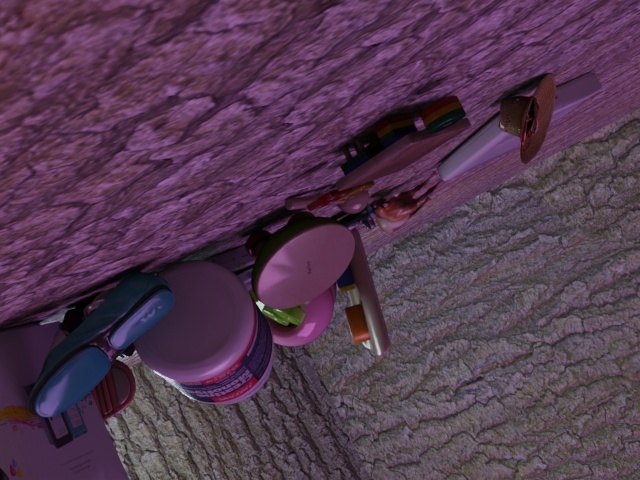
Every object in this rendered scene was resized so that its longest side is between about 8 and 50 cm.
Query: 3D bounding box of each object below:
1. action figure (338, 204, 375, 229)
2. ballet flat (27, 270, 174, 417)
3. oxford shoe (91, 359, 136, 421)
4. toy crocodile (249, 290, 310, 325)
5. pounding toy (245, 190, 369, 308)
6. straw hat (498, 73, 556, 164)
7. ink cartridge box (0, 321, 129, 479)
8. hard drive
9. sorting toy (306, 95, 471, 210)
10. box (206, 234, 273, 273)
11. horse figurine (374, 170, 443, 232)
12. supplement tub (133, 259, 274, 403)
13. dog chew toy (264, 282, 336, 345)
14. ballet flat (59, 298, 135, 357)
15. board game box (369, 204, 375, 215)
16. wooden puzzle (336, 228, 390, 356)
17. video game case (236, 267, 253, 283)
[{"bbox_3d":[0.000,0.000,1.706,0.232,0.063,0.137,-24,179,18],"label":"action figure"},{"bbox_3d":[-0.312,0.135,1.117,0.247,0.087,0.083,-44,141,-18],"label":"ballet flat"},{"bbox_3d":[-0.497,0.256,1.339,0.397,0.140,0.146,-9,-178,-2],"label":"oxford shoe"},{"bbox_3d":[-0.073,0.102,1.660,0.115,0.105,0.340,-62,-170,-13],"label":"toy crocodile"},{"bbox_3d":[-0.040,-0.010,1.298,0.183,0.110,0.237,-8,136,-37],"label":"pounding toy"},{"bbox_3d":[0.300,-0.188,1.220,0.061,0.144,0.144,18,-162,27],"label":"straw hat"},{"bbox_3d":[-0.442,0.280,1.137,0.198,0.270,0.197,-28,173,15],"label":"ink cartridge box"},{"bbox_3d":[0.354,-0.201,1.493,0.203,0.040,0.307,-25,175,-14],"label":"hard drive"},{"bbox_3d":[0.089,-0.117,1.003,0.132,0.046,0.274,-21,173,-45],"label":"sorting toy"},{"bbox_3d":[-0.152,0.042,1.482,0.186,0.038,0.145,-20,172,-41],"label":"box"},{"bbox_3d":[0.175,-0.074,1.730,0.174,0.066,0.263,-36,175,-12],"label":"horse figurine"},{"bbox_3d":[-0.181,0.160,1.326,0.191,0.191,0.272,-26,157,-3],"label":"supplement tub"},{"bbox_3d":[-0.051,0.129,2.021,0.207,0.206,0.332,-28,-172,20],"label":"dog chew toy"},{"bbox_3d":[-0.325,0.136,1.298,0.096,0.095,0.280,-38,176,-4],"label":"ballet flat"},{"bbox_3d":[0.081,-0.048,1.813,0.090,0.020,0.090,-27,175,0],"label":"board game box"},{"bbox_3d":[0.085,0.138,2.083,0.081,0.322,0.348,-15,175,-4],"label":"wooden puzzle"},{"bbox_3d":[-0.140,0.080,1.526,0.173,0.022,0.190,-25,174,-33],"label":"video game case"}]
